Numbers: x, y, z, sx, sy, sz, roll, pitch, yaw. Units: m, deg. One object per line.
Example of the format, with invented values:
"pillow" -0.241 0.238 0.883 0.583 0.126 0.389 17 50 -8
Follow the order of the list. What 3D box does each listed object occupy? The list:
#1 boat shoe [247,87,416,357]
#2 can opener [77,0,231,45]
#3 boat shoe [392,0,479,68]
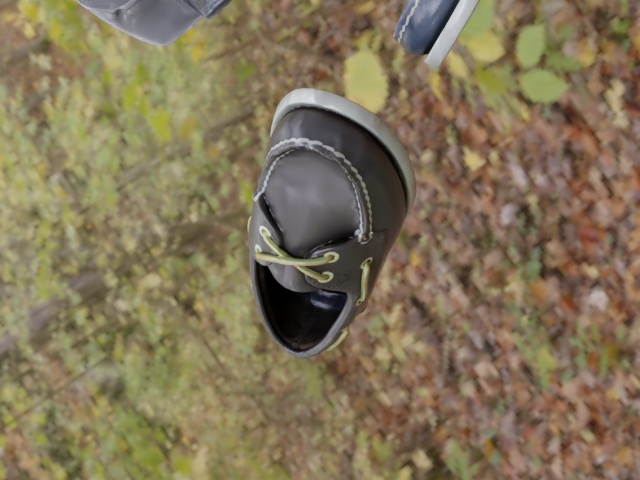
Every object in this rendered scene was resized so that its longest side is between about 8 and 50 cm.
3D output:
"boat shoe" 0.000 0.000 0.691 0.081 0.068 0.227 23 158 11
"can opener" 0.017 -0.176 0.422 0.076 0.283 0.095 46 -162 -19
"boat shoe" 0.077 -0.215 0.641 0.079 0.254 0.095 18 -164 -5
